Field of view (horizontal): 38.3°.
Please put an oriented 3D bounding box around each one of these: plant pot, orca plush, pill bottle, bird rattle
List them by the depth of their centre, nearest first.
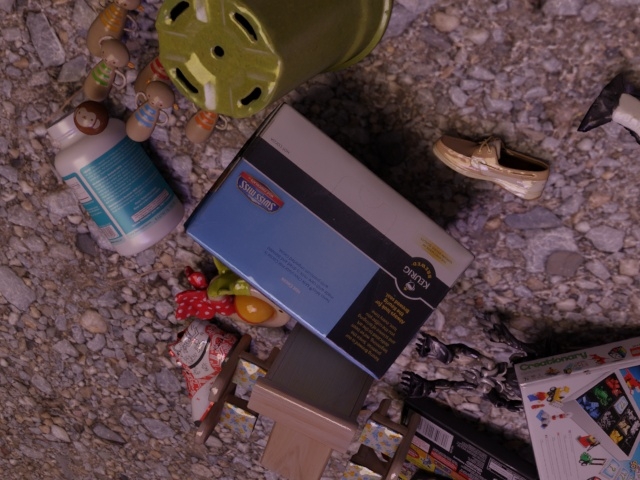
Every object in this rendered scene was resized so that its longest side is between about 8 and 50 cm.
[{"bbox_3d":[0.460,-0.083,1.170,0.287,0.151,0.102,25,166,9],"label":"orca plush"},{"bbox_3d":[-0.078,-0.298,1.226,0.276,0.254,0.276,18,133,20],"label":"plant pot"},{"bbox_3d":[-0.368,-0.114,1.634,0.146,0.146,0.264,-16,115,40],"label":"pill bottle"},{"bbox_3d":[-0.153,0.110,1.701,0.207,0.143,0.253,28,140,-13],"label":"bird rattle"}]

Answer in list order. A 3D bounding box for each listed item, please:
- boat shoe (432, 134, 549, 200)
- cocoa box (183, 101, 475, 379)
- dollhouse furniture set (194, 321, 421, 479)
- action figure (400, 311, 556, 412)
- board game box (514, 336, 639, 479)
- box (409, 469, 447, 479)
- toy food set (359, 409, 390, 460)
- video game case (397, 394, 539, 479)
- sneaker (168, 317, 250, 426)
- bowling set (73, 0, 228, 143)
[{"bbox_3d":[0.245,-0.118,1.308,0.170,0.063,0.059,22,132,3],"label":"boat shoe"},{"bbox_3d":[0.000,0.000,1.351,0.347,0.228,0.231,38,177,-9],"label":"cocoa box"},{"bbox_3d":[-0.025,0.321,1.600,0.362,0.256,0.394,25,130,7],"label":"dollhouse furniture set"},{"bbox_3d":[0.275,0.200,1.488,0.275,0.141,0.164,7,107,-20],"label":"action figure"},{"bbox_3d":[0.426,0.295,1.454,0.193,0.053,0.305,-14,125,8],"label":"board game box"},{"bbox_3d":[0.310,0.595,1.719,0.295,0.073,0.293,9,127,36],"label":"box"},{"bbox_3d":[0.117,0.380,1.796,0.122,0.019,0.078,62,152,-3],"label":"toy food set"},{"bbox_3d":[0.259,0.436,1.727,0.275,0.035,0.248,29,136,24],"label":"video game case"},{"bbox_3d":[-0.251,0.267,1.910,0.145,0.090,0.270,34,132,6],"label":"sneaker"},{"bbox_3d":[-0.283,-0.243,1.448,0.287,0.200,0.154,40,135,-7],"label":"bowling set"}]
